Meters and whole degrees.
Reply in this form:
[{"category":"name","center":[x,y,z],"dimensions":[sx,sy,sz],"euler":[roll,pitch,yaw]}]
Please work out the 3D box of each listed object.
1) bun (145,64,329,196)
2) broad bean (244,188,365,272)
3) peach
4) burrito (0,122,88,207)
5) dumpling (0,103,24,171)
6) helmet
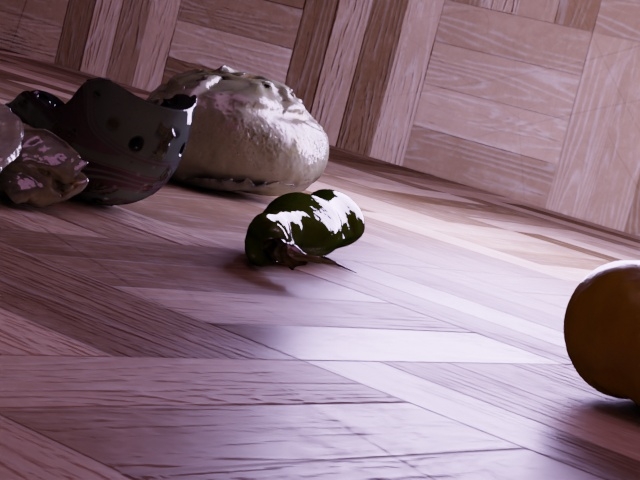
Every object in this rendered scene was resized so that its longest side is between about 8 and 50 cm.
[{"category":"bun","center":[-0.105,-0.131,2.081],"dimensions":[0.239,0.141,0.239],"euler":[11,8,-1]},{"category":"broad bean","center":[-0.011,-0.004,1.580],"dimensions":[0.098,0.056,0.318],"euler":[21,11,0]},{"category":"peach","center":[0.258,0.075,1.236],"dimensions":[0.179,0.103,0.179],"euler":[16,4,-1]},{"category":"burrito","center":[-0.311,-0.083,1.568],"dimensions":[0.082,0.059,0.275],"euler":[-16,25,-40]},{"category":"dumpling","center":[-0.327,-0.110,1.461],"dimensions":[0.166,0.126,0.216],"euler":[14,4,-28]},{"category":"helmet","center":[-0.201,-0.084,1.637],"dimensions":[0.177,0.107,0.153],"euler":[-5,-3,36]}]
